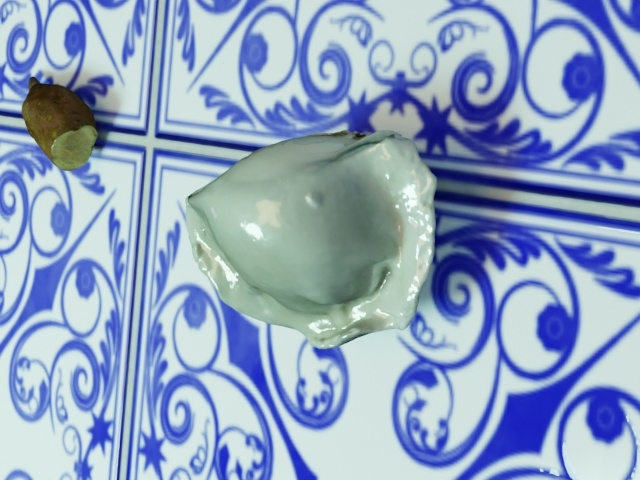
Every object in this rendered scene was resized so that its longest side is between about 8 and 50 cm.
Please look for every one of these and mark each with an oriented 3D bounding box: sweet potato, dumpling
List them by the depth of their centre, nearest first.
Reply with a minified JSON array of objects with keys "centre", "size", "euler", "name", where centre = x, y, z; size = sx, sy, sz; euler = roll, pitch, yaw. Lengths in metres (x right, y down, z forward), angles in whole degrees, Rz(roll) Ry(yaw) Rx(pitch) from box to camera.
[{"centre":[0.000,0.000,1.019],"size":[0.188,0.108,0.127],"euler":[-9,108,35],"name":"dumpling"},{"centre":[-0.199,-0.095,1.289],"size":[0.117,0.049,0.049],"euler":[52,127,49],"name":"sweet potato"}]
